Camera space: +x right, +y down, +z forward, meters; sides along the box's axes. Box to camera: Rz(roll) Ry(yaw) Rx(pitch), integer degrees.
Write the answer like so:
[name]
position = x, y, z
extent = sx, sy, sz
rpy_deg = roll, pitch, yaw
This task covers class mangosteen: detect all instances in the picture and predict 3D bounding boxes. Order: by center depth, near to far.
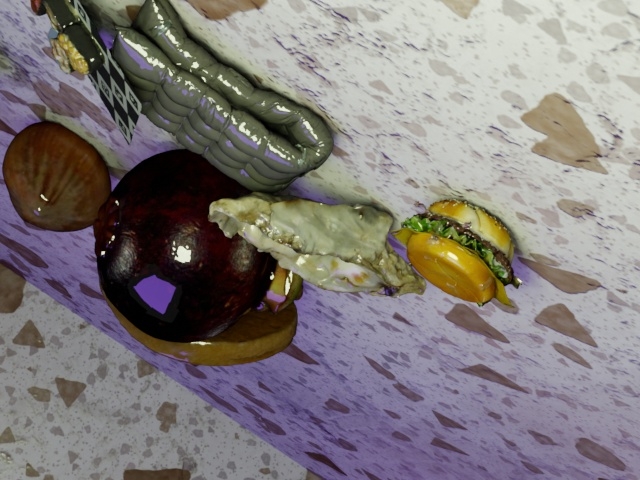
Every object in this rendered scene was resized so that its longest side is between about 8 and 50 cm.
[mangosteen]
position = -0.181, 0.010, 2.030
extent = 0.347, 0.307, 0.307
rpy_deg = 10, 172, -28

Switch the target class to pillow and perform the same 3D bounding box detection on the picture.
[pillow]
position = -0.150, -0.185, 1.763
extent = 0.326, 0.101, 0.228
rpy_deg = 38, 164, -10

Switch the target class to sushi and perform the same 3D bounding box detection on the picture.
[sushi]
position = -0.339, -0.262, 1.759
extent = 0.279, 0.043, 0.192
rpy_deg = 59, 162, 4

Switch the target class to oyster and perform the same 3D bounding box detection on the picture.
[oyster]
position = 0.001, -0.005, 1.859
extent = 0.341, 0.110, 0.166
rpy_deg = 12, 160, -10

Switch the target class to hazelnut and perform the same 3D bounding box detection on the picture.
[hazelnut]
position = -0.483, -0.102, 2.328
extent = 0.210, 0.210, 0.186
rpy_deg = 40, 155, -22

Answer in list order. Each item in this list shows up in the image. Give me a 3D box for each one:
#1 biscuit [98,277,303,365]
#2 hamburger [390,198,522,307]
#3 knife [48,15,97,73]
[biscuit]
position = -0.196, 0.101, 2.250
extent = 0.350, 0.070, 0.394
rpy_deg = -3, -152, -22
[hamburger]
position = 0.190, 0.014, 1.721
extent = 0.164, 0.093, 0.189
rpy_deg = 22, 157, 33
[knife]
position = -0.385, -0.296, 1.952
extent = 0.063, 0.034, 0.260
rpy_deg = 42, 162, -12
